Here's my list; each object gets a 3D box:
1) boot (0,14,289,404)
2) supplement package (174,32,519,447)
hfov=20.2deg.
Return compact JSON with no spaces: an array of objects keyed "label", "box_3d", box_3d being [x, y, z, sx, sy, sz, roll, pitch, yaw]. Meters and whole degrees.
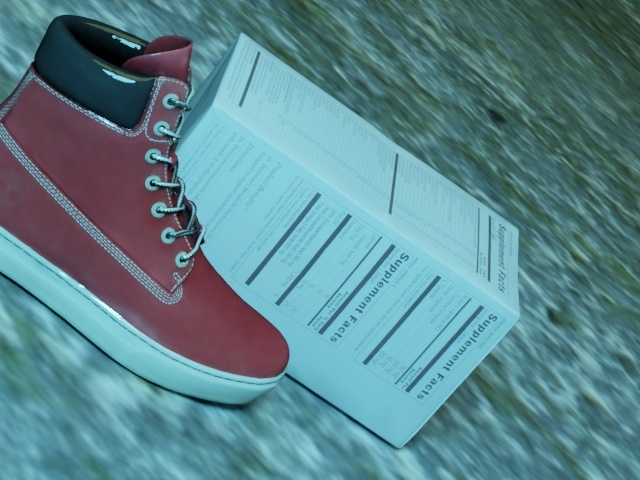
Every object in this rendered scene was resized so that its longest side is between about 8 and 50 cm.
[{"label":"boot","box_3d":[-0.087,-0.020,1.069,0.244,0.176,0.088,35,23,-14]},{"label":"supplement package","box_3d":[0.000,0.000,1.208,0.244,0.134,0.139,35,25,-10]}]
